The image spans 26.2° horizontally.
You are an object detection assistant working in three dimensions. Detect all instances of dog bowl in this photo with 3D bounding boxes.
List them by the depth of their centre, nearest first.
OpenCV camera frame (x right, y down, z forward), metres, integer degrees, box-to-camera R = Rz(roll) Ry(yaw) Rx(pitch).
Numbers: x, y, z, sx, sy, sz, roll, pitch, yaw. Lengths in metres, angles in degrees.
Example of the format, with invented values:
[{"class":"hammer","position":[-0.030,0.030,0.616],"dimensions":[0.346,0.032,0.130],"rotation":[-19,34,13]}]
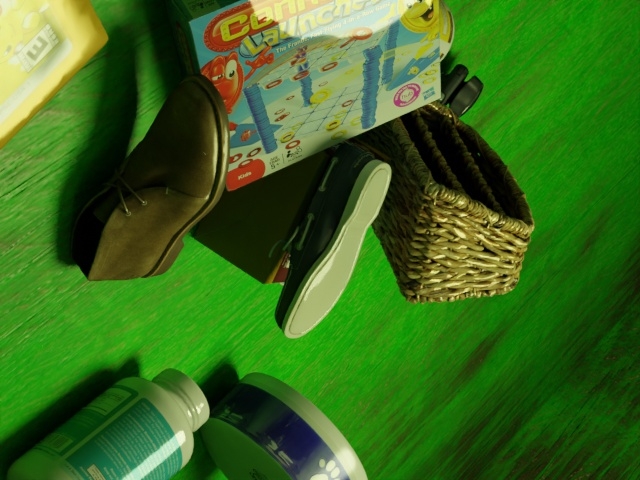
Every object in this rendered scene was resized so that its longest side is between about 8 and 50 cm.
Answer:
[{"class":"dog bowl","position":[-0.058,0.333,2.101],"dimensions":[0.104,0.265,0.265],"rotation":[-42,151,-25]}]

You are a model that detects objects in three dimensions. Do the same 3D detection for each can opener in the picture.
[{"class":"can opener","position":[0.175,-0.201,2.168],"dimensions":[0.186,0.073,0.059],"rotation":[-47,163,-2]}]

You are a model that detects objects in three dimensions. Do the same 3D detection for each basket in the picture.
[{"class":"basket","position":[0.190,-0.088,1.972],"dimensions":[0.213,0.299,0.223],"rotation":[-6,130,-14]}]

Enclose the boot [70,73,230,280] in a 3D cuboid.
[{"class":"boot","position":[-0.195,-0.058,1.561],"dimensions":[0.115,0.112,0.305],"rotation":[-14,145,-41]}]

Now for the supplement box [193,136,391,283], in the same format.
[{"class":"supplement box","position":[-0.035,-0.058,1.855],"dimensions":[0.194,0.129,0.191],"rotation":[-3,121,-60]}]

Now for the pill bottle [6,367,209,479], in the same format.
[{"class":"pill bottle","position":[-0.267,0.276,1.792],"dimensions":[0.264,0.146,0.146],"rotation":[-38,148,-36]}]

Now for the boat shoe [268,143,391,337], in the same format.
[{"class":"boat shoe","position":[0.000,0.000,1.740],"dimensions":[0.095,0.079,0.254],"rotation":[4,113,-59]}]

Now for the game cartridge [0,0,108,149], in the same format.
[{"class":"game cartridge","position":[-0.352,-0.162,1.250],"dimensions":[0.323,0.053,0.285],"rotation":[-51,154,-17]}]

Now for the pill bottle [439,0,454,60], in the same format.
[{"class":"pill bottle","position":[0.089,-0.295,1.827],"dimensions":[0.117,0.117,0.215],"rotation":[-63,155,10]}]

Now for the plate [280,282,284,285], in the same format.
[{"class":"plate","position":[-0.015,-0.017,2.065],"dimensions":[0.188,0.024,0.188],"rotation":[-43,151,-31]}]

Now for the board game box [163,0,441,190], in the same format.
[{"class":"board game box","position":[-0.011,-0.235,1.614],"dimensions":[0.308,0.086,0.302],"rotation":[-25,146,-11]}]
